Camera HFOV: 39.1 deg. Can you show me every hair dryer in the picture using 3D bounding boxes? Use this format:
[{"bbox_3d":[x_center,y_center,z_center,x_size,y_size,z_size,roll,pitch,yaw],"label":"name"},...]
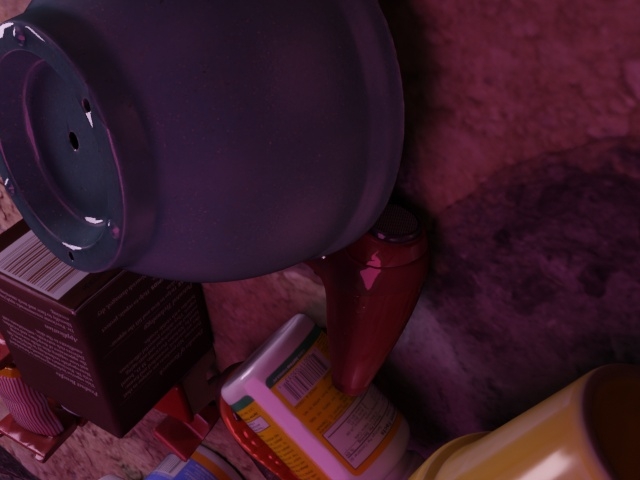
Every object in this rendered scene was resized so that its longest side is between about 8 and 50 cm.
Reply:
[{"bbox_3d":[0.000,0.000,0.794,0.223,0.080,0.294,-9,104,51],"label":"hair dryer"}]

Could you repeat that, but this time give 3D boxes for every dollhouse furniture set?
[{"bbox_3d":[-0.302,0.207,1.201,0.374,0.152,0.201,16,135,33],"label":"dollhouse furniture set"}]

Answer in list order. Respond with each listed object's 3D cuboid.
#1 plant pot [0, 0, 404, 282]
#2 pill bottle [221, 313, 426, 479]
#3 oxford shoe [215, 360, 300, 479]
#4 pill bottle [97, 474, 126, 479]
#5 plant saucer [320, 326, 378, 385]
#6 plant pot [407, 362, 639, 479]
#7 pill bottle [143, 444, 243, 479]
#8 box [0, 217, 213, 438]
[{"bbox_3d":[-0.115,-0.090,0.649,0.293,0.196,0.293,26,129,38],"label":"plant pot"},{"bbox_3d":[0.013,0.183,0.883,0.208,0.117,0.117,46,143,-2],"label":"pill bottle"},{"bbox_3d":[0.019,0.273,1.015,0.364,0.130,0.132,53,163,-6],"label":"oxford shoe"},{"bbox_3d":[-0.279,0.472,1.461,0.221,0.121,0.121,19,136,30],"label":"pill bottle"},{"bbox_3d":[0.027,0.116,0.918,0.083,0.015,0.083,26,140,24],"label":"plant saucer"},{"bbox_3d":[0.200,0.230,0.694,0.254,0.254,0.239,38,127,8],"label":"plant pot"},{"bbox_3d":[-0.228,0.422,1.238,0.152,0.272,0.152,25,140,24],"label":"pill bottle"},{"bbox_3d":[-0.247,0.072,1.008,0.168,0.167,0.203,21,137,28],"label":"box"}]
